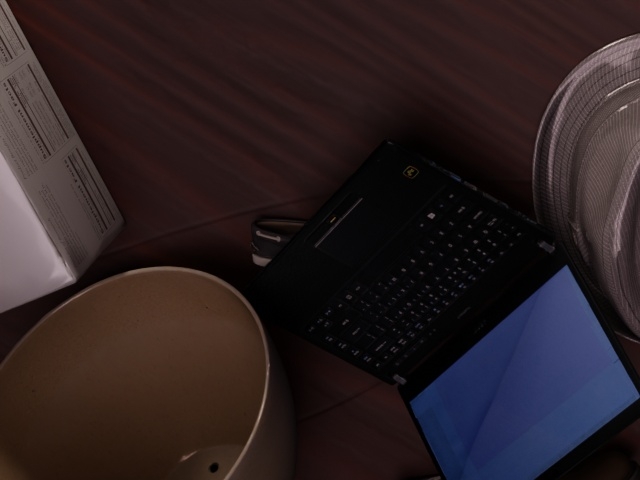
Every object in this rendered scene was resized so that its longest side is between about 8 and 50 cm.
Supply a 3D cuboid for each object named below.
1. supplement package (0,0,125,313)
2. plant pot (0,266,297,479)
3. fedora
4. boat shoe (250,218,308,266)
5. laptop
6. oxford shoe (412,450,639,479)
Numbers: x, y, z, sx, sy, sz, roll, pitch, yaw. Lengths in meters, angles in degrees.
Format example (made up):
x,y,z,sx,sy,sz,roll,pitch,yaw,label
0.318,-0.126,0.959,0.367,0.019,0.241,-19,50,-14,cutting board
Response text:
x,y,z,sx,sy,sz,roll,pitch,yaw,label
-0.329,-0.066,1.427,0.204,0.145,0.262,-22,104,18,supplement package
-0.133,0.191,1.444,0.284,0.284,0.191,-16,139,17,plant pot
0.287,-0.020,1.329,0.243,0.124,0.275,-4,110,13,fedora
0.000,0.000,1.440,0.125,0.046,0.038,2,116,20,boat shoe
0.092,0.087,1.371,0.264,0.136,0.234,29,130,-18,laptop
0.165,0.217,1.469,0.227,0.083,0.096,-19,103,17,oxford shoe
